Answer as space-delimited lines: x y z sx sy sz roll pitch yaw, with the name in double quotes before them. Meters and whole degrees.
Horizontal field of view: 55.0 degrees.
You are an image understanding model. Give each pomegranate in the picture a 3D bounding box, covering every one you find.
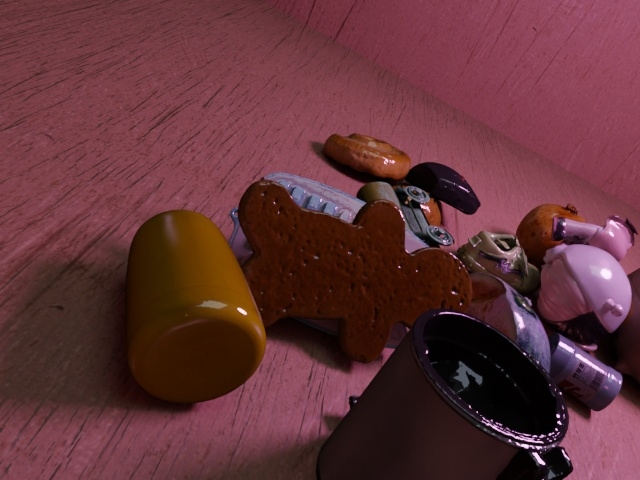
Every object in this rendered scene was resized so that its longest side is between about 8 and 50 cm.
"pomegranate" 0.700 -0.011 1.829 0.216 0.215 0.215 23 28 -13

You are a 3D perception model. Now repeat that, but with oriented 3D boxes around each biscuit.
"biscuit" 0.058 0.063 1.055 0.433 0.282 0.064 9 -5 -17
"biscuit" 0.160 -0.248 1.800 0.213 0.091 0.274 32 20 34

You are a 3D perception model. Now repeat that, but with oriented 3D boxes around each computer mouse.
"computer mouse" 0.359 -0.167 1.796 0.170 0.100 0.269 24 9 -20

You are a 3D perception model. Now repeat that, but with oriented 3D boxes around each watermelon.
"watermelon" 0.387 0.180 1.243 0.188 0.175 0.321 17 32 -23

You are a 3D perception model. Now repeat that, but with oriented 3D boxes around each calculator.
"calculator" 0.013 0.033 1.110 0.387 0.054 0.256 27 70 -12

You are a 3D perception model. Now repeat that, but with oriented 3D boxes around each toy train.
"toy train" 0.194 -0.041 1.457 0.190 0.126 0.307 17 35 -27

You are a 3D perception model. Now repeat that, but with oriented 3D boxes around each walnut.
"walnut" 0.252 -0.095 1.663 0.211 0.087 0.167 12 37 -31

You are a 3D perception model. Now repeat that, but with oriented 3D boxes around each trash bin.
"trash bin" 0.147 0.253 0.795 0.217 0.262 0.277 13 32 -30

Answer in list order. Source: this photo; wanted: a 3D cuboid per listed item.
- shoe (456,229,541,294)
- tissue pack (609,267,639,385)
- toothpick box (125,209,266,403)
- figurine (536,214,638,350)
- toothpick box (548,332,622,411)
"shoe" 0.486 0.061 1.616 0.262 0.128 0.140 18 44 -18
"tissue pack" 0.888 0.233 1.551 0.267 0.277 0.387 42 28 -8
"toothpick box" -0.188 0.075 0.865 0.175 0.175 0.271 14 28 -29
"figurine" 0.679 0.086 1.579 0.253 0.211 0.361 41 47 -3
"toothpick box" 0.543 0.280 1.309 0.153 0.101 0.101 33 28 4
